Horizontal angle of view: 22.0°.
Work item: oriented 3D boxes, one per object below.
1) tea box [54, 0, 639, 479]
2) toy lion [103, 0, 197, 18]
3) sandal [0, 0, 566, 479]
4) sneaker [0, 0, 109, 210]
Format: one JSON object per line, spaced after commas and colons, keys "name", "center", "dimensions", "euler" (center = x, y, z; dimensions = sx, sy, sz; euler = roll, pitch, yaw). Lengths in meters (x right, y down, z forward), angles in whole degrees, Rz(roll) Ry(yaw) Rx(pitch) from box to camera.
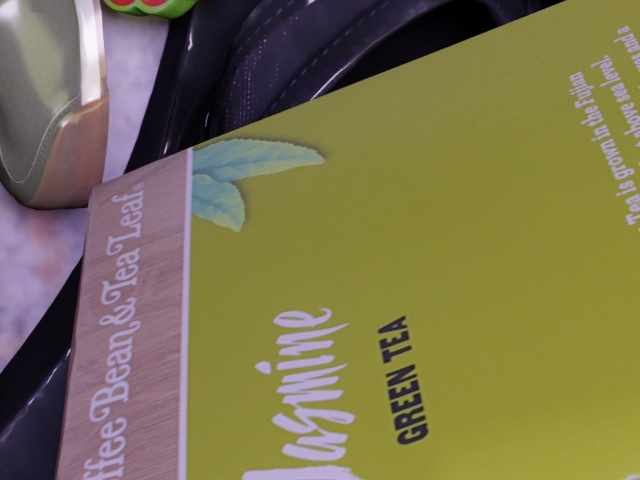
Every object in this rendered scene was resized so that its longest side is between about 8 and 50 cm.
{"name": "tea box", "center": [0.139, 0.108, 0.467], "dimensions": [0.323, 0.220, 0.329], "euler": [-21, 120, 9]}
{"name": "toy lion", "center": [-0.053, -0.130, 0.555], "dimensions": [0.034, 0.096, 0.100], "euler": [3, 59, -64]}
{"name": "sandal", "center": [0.001, 0.002, 0.586], "dimensions": [0.167, 0.107, 0.446], "euler": [29, 84, -30]}
{"name": "sneaker", "center": [-0.121, -0.103, 0.526], "dimensions": [0.086, 0.064, 0.192], "euler": [-6, 96, -27]}
